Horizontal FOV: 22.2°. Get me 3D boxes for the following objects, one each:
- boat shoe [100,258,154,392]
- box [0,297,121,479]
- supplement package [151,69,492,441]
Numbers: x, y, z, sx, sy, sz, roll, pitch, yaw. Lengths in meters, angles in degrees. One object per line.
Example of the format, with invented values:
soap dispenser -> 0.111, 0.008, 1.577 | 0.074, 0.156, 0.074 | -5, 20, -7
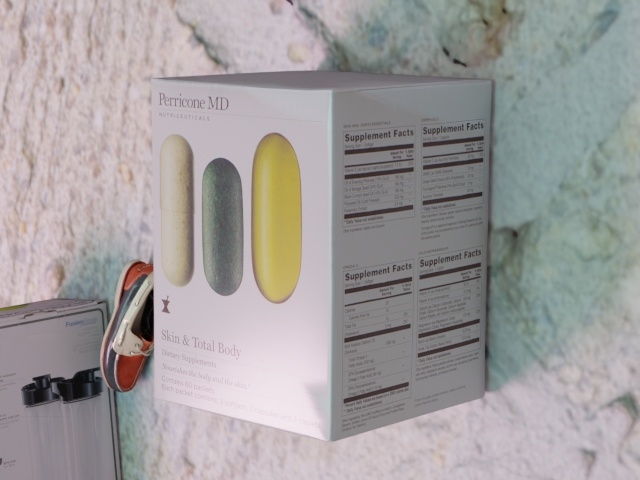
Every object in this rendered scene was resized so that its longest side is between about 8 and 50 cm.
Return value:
boat shoe -> -0.179, 0.087, 1.587 | 0.043, 0.049, 0.137 | 22, 106, 35
box -> -0.290, 0.210, 1.625 | 0.087, 0.169, 0.289 | 2, 99, 44
supplement package -> 0.000, 0.000, 1.311 | 0.199, 0.198, 0.262 | 8, 102, 41
